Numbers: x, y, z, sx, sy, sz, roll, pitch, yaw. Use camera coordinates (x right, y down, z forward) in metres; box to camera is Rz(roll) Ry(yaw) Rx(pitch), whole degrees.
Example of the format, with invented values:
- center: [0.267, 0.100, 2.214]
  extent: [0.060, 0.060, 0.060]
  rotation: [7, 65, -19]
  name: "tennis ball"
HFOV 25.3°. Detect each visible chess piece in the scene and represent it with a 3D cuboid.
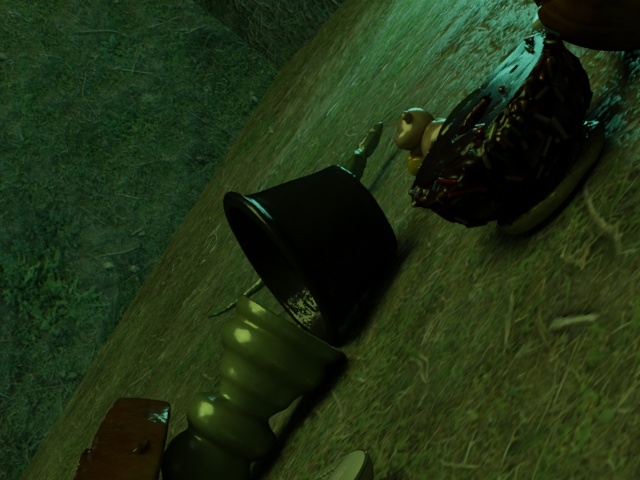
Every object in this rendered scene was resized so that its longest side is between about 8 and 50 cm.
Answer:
- center: [-0.095, 0.207, 1.709]
  extent: [0.251, 0.144, 0.144]
  rotation: [-60, 11, -4]
  name: "chess piece"

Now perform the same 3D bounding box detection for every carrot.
- center: [-0.248, 0.304, 1.677]
  extent: [0.307, 0.100, 0.258]
  rotation: [-110, 40, -80]
  name: "carrot"

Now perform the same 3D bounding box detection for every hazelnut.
- center: [0.304, -0.274, 1.496]
  extent: [0.182, 0.182, 0.182]
  rotation: [-50, 11, 14]
  name: "hazelnut"

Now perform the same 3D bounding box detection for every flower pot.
- center: [0.000, 0.000, 1.808]
  extent: [0.148, 0.235, 0.235]
  rotation: [-36, 7, -15]
  name: "flower pot"

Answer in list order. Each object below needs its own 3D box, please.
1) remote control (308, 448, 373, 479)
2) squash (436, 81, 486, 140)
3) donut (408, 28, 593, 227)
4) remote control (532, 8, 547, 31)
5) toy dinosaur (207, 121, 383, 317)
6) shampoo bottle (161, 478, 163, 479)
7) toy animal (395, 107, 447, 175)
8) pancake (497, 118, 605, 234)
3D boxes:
- center: [0.003, 0.254, 1.369]
  extent: [0.073, 0.044, 0.229]
  rotation: [-58, 4, -29]
  name: "remote control"
- center: [0.210, -0.157, 1.723]
  extent: [0.258, 0.069, 0.069]
  rotation: [-41, 16, 50]
  name: "squash"
- center: [0.189, -0.107, 1.468]
  extent: [0.235, 0.089, 0.235]
  rotation: [-50, 9, 11]
  name: "donut"
- center: [0.349, -0.347, 1.850]
  extent: [0.190, 0.029, 0.087]
  rotation: [-41, 16, 44]
  name: "remote control"
- center: [-0.019, -0.012, 2.160]
  extent: [0.393, 0.092, 0.205]
  rotation: [-53, 11, 8]
  name: "toy dinosaur"
- center: [-0.145, 0.273, 1.847]
  extent: [0.260, 0.064, 0.102]
  rotation: [-58, 9, -24]
  name: "shampoo bottle"
- center: [0.134, -0.140, 1.952]
  extent: [0.091, 0.082, 0.114]
  rotation: [-53, 12, 4]
  name: "toy animal"
- center: [0.234, -0.066, 1.452]
  extent: [0.151, 0.025, 0.151]
  rotation: [-50, 9, 10]
  name: "pancake"
